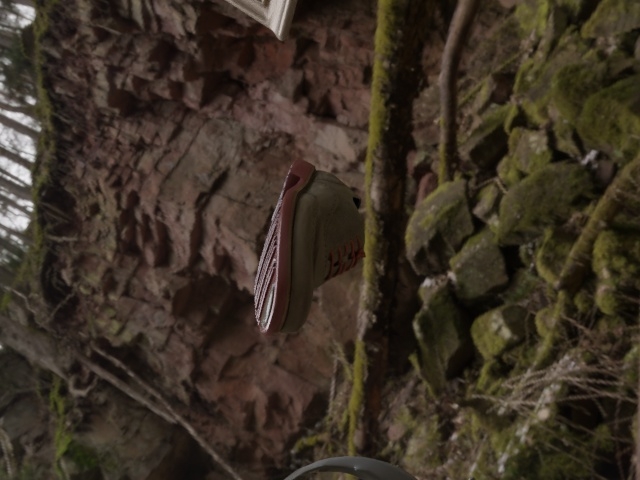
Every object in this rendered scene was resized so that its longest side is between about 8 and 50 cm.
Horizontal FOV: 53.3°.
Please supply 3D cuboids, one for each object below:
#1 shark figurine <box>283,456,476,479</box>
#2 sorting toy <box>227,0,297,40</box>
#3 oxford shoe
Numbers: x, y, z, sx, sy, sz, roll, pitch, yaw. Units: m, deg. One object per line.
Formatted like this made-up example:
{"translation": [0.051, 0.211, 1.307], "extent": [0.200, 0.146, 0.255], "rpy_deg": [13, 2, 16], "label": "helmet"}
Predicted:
{"translation": [0.093, 0.327, 0.774], "extent": [0.166, 0.278, 0.116], "rpy_deg": [-52, 2, -2], "label": "shark figurine"}
{"translation": [-0.085, -0.299, 0.539], "extent": [0.038, 0.208, 0.193], "rpy_deg": [-47, -9, -33], "label": "sorting toy"}
{"translation": [0.000, 0.000, 0.797], "extent": [0.348, 0.130, 0.123], "rpy_deg": [-80, 10, -57], "label": "oxford shoe"}
